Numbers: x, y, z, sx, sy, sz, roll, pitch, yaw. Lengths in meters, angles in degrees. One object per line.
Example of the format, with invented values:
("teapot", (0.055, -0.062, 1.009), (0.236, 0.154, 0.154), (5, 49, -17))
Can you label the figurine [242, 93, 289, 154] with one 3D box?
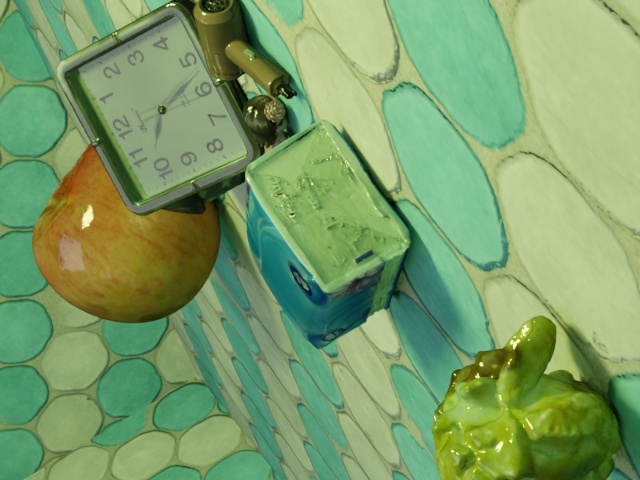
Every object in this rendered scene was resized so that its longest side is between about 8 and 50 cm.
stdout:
("figurine", (-0.063, -0.143, 1.799), (0.072, 0.054, 0.129), (40, 159, 45))

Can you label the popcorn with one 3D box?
("popcorn", (0.199, 0.180, 1.297), (0.198, 0.198, 0.212), (-163, 59, -71))

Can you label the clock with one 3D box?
("clock", (-0.238, -0.199, 1.995), (0.279, 0.049, 0.273), (-21, 102, 31))

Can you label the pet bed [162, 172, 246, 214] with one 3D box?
("pet bed", (-0.239, -0.166, 2.161), (0.183, 0.159, 0.211), (43, 159, 51))

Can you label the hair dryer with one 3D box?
("hair dryer", (-0.091, -0.238, 1.708), (0.181, 0.064, 0.117), (41, 157, 32))

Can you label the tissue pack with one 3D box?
("tissue pack", (0.000, 0.000, 1.671), (0.198, 0.146, 0.263), (56, 166, 14))

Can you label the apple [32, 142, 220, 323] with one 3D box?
("apple", (-0.364, -0.015, 2.535), (0.364, 0.364, 0.364), (54, 166, 21))
